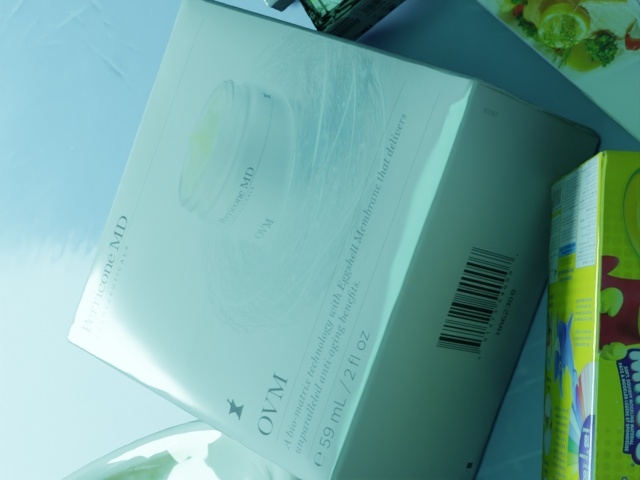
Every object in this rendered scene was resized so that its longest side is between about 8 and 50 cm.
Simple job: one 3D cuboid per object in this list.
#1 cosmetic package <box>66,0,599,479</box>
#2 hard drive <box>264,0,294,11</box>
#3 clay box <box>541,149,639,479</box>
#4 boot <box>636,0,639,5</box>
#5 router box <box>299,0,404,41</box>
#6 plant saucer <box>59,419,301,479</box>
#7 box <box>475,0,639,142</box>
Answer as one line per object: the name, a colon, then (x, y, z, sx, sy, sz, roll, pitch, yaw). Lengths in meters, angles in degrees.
cosmetic package: (0.000, 0.000, 0.780, 0.225, 0.138, 0.224, 23, 96, 40)
hard drive: (-0.001, -0.229, 0.896, 0.135, 0.022, 0.094, -39, 60, 26)
clay box: (0.143, 0.075, 0.655, 0.053, 0.127, 0.222, 2, 86, 0)
boot: (0.310, -0.214, 0.467, 0.445, 0.146, 0.367, -38, 72, 29)
router box: (0.043, -0.226, 0.818, 0.179, 0.046, 0.133, -36, 73, 20)
plant saucer: (-0.153, 0.267, 0.771, 0.400, 0.400, 0.100, -23, 109, 33)
box: (0.185, -0.077, 0.695, 0.324, 0.067, 0.063, 48, 112, 33)
